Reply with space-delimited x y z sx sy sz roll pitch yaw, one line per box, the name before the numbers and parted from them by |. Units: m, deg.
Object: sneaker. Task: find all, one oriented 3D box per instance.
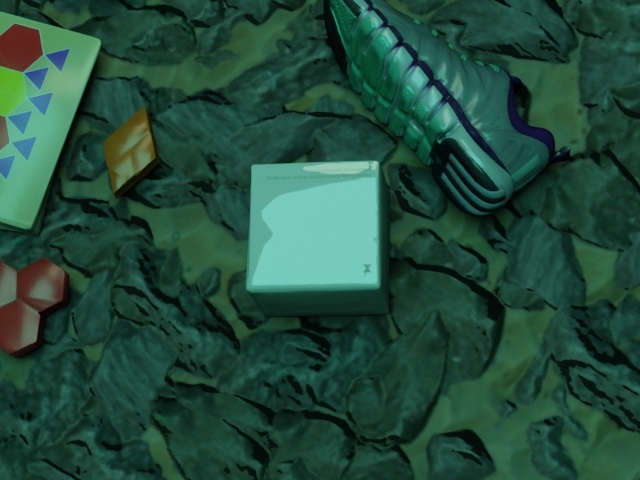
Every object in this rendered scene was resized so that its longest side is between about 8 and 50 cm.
sneaker | 0.094 -0.123 1.347 0.098 0.083 0.224 -29 74 -25

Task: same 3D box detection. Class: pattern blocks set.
pattern blocks set | -0.268 -0.095 1.401 0.285 0.026 0.325 24 80 13

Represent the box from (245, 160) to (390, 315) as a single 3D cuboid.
box | 0.000 0.000 1.307 0.101 0.087 0.102 -1 75 7
